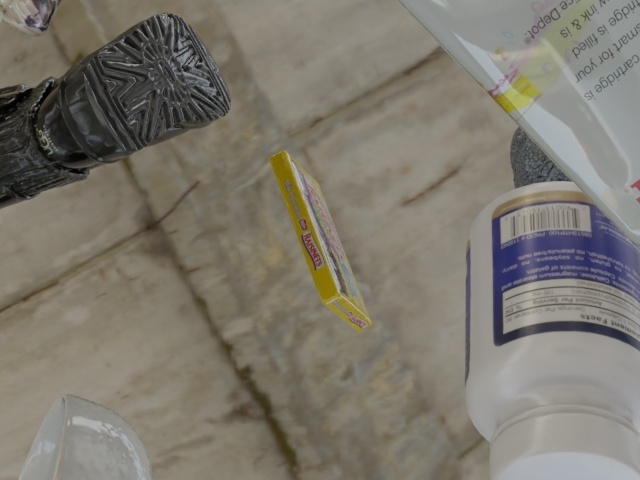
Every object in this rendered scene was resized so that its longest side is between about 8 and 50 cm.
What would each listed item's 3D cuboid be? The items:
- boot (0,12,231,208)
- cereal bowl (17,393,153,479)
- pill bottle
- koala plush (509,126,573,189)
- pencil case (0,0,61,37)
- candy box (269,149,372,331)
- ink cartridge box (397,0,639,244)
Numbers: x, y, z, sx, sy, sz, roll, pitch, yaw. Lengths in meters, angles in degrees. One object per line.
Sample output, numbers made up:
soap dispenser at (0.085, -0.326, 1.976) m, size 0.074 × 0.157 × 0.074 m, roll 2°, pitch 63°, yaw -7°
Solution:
boot at (-0.268, -0.124, 1.362) m, size 0.131 × 0.260 × 0.348 m, roll 64°, pitch -155°, yaw -5°
cereal bowl at (-0.254, 0.334, 1.305) m, size 0.141 × 0.339 × 0.338 m, roll 21°, pitch -112°, yaw -14°
pill bottle at (0.141, 0.067, 0.750) m, size 0.112 × 0.112 × 0.186 m, roll 31°, pitch -137°, yaw -25°
koala plush at (0.265, -0.011, 1.461) m, size 0.203 × 0.196 × 0.221 m, roll 25°, pitch -72°, yaw -17°
pencil case at (-0.199, -0.364, 1.130) m, size 0.160 × 0.183 × 0.410 m, roll 40°, pitch -91°, yaw -30°
candy box at (0.000, 0.000, 1.482) m, size 0.105 × 0.027 × 0.205 m, roll 46°, pitch -160°, yaw -59°
ink cartridge box at (0.106, -0.116, 0.432) m, size 0.176 × 0.128 × 0.127 m, roll 46°, pitch -146°, yaw -8°
